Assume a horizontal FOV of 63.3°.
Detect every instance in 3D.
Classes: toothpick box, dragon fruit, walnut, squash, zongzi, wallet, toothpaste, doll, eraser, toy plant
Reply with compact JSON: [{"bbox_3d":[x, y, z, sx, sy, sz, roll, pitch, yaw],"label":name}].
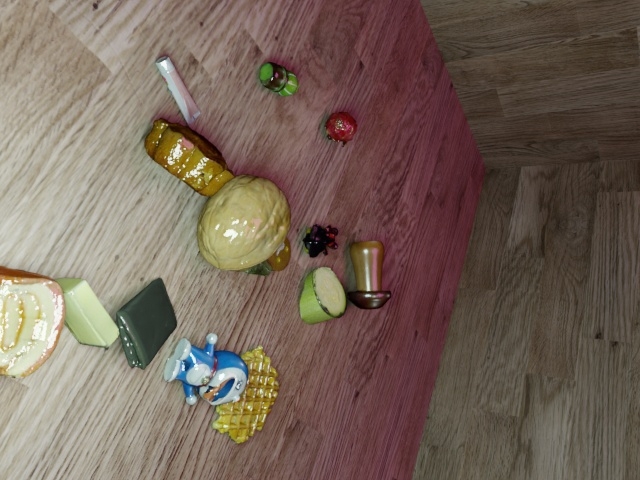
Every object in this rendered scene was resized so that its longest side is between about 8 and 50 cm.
[{"bbox_3d":[0.207,0.152,2.254,0.192,0.192,0.294,2,84,-55],"label":"toothpick box"},{"bbox_3d":[0.085,-0.463,2.113,0.166,0.133,0.136,-13,144,-53],"label":"dragon fruit"},{"bbox_3d":[-0.234,-0.049,1.551,0.252,0.277,0.313,34,64,-15],"label":"walnut"},{"bbox_3d":[0.002,0.214,2.053,0.220,0.133,0.220,28,54,-45],"label":"squash"},{"bbox_3d":[-0.189,0.056,1.757,0.154,0.062,0.130,15,95,-47],"label":"zongzi"},{"bbox_3d":[-0.454,0.212,1.371,0.245,0.052,0.168,-67,145,-70],"label":"wallet"},{"bbox_3d":[-0.405,-0.429,1.488,0.067,0.043,0.194,-62,143,-37],"label":"toothpaste"},{"bbox_3d":[-0.003,0.002,2.041,0.249,0.088,0.127,-16,84,-63],"label":"doll"},{"bbox_3d":[-0.558,0.169,1.218,0.058,0.117,0.172,-54,132,-45],"label":"eraser"},{"bbox_3d":[-0.137,-0.559,1.816,0.162,0.093,0.092,7,85,-54],"label":"toy plant"},{"bbox_3d":[-0.325,0.385,1.522,0.257,0.161,0.215,32,93,-39],"label":"doll"}]

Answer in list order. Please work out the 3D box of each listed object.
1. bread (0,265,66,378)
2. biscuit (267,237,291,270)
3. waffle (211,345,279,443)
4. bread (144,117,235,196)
[{"bbox_3d":[-0.649,0.173,1.084,0.190,0.123,0.244,3,90,-53],"label":"bread"},{"bbox_3d":[-0.169,0.005,1.839,0.180,0.039,0.236,-58,137,-38],"label":"biscuit"},{"bbox_3d":[-0.241,0.512,1.731,0.281,0.058,0.300,55,49,-39],"label":"waffle"},{"bbox_3d":[-0.353,-0.226,1.408,0.247,0.232,0.135,39,86,-38],"label":"bread"}]
